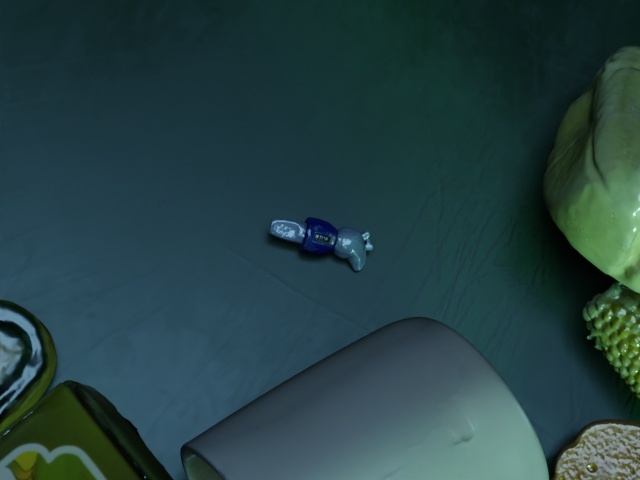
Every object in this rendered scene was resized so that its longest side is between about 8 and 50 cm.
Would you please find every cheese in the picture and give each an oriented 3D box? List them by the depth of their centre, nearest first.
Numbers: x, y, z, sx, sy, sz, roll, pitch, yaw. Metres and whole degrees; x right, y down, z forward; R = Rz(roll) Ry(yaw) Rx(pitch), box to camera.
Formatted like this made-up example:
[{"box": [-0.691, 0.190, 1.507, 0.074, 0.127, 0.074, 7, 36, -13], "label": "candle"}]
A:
[{"box": [0.284, -0.047, 1.247, 0.214, 0.117, 0.226, 27, 44, -2], "label": "cheese"}]

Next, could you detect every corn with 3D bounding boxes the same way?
[{"box": [0.311, 0.145, 1.240, 0.086, 0.086, 0.288, -37, 81, -15], "label": "corn"}]

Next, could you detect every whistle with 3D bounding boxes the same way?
[{"box": [0.000, 0.000, 1.272, 0.083, 0.029, 0.033, 14, 89, -10], "label": "whistle"}]

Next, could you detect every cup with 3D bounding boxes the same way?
[{"box": [0.055, 0.191, 1.133, 0.200, 0.191, 0.253, -32, 64, -17], "label": "cup"}]

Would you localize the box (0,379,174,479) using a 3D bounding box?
[{"box": [-0.188, 0.357, 1.020, 0.420, 0.138, 0.373, -39, 67, -7], "label": "box"}]

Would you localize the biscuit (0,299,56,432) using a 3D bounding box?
[{"box": [-0.339, 0.088, 1.190, 0.287, 0.057, 0.344, 6, 74, -5], "label": "biscuit"}]

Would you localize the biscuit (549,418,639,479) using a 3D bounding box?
[{"box": [0.218, 0.196, 1.233, 0.102, 0.019, 0.130, 29, 91, 5], "label": "biscuit"}]
